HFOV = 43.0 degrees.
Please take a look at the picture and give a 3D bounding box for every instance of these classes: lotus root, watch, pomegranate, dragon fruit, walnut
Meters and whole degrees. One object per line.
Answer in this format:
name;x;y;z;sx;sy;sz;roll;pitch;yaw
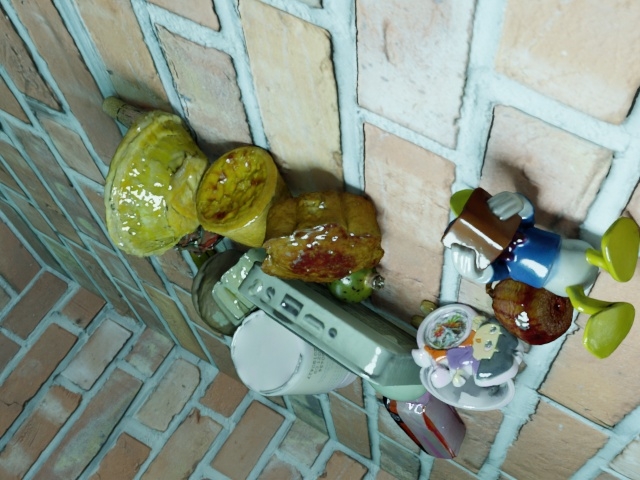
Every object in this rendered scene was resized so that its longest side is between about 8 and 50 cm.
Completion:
lotus root;-0.153;0.096;2.036;0.119;0.235;0.138;47;-170;12
watch;0.328;0.272;1.713;0.244;0.196;0.231;-5;133;30
pomegranate;0.073;0.076;1.785;0.130;0.130;0.130;30;158;13
dragon fruit;-0.314;-0.052;2.007;0.182;0.182;0.189;42;-162;-18
walnut;-0.234;0.149;2.217;0.248;0.248;0.248;30;158;13

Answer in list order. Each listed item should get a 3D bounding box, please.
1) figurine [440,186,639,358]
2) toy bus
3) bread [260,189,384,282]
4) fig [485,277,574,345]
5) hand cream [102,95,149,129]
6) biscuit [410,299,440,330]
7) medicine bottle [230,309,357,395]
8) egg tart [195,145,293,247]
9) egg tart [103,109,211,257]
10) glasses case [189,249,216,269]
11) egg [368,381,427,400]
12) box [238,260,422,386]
figurine;0.285;0.021;1.265;0.283;0.205;0.338;17;-178;-29
toy bus;0.303;0.504;2.329;0.147;0.128;0.303;8;145;40
bread;0.007;-0.005;1.578;0.246;0.135;0.232;0;156;-6
fig;0.340;0.100;1.435;0.201;0.133;0.146;22;147;51
hand cream;-0.418;-0.270;1.831;0.203;0.084;0.084;29;159;28
biscuit;0.279;0.218;1.892;0.153;0.030;0.234;33;158;9
medicine bottle;-0.046;0.297;2.115;0.213;0.214;0.378;22;-179;29
egg tart;-0.142;-0.078;1.691;0.202;0.203;0.147;17;165;38
egg tart;-0.321;-0.109;1.720;0.132;0.341;0.341;14;152;21
glasses case;-0.336;0.071;2.439;0.079;0.064;0.234;31;160;29
egg;0.195;0.331;2.085;0.192;0.149;0.149;40;158;-8
box;0.046;0.192;1.843;0.396;0.111;0.396;31;-176;25
